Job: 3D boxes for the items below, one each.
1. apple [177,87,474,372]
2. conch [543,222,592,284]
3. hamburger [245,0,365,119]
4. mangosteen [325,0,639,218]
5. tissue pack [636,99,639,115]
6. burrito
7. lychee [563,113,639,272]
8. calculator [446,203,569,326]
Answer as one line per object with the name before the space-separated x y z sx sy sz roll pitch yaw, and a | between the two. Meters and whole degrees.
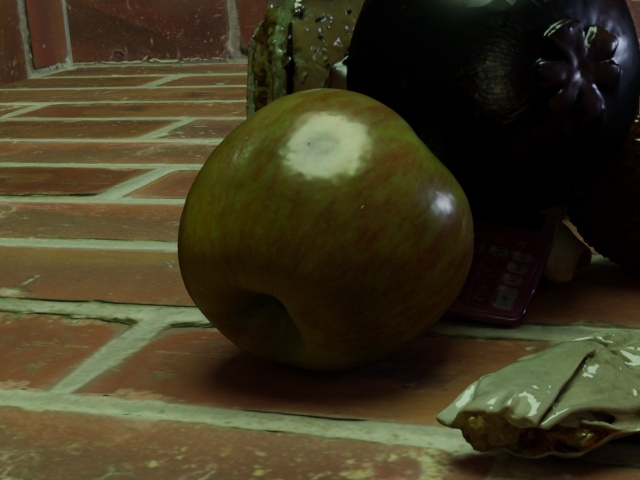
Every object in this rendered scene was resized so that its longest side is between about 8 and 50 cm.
apple | 0.000 0.000 1.065 0.265 0.264 0.264 -3 15 1
conch | 0.192 -0.029 1.342 0.255 0.127 0.158 10 20 40
hamburger | 0.024 -0.235 1.803 0.277 0.317 0.195 -5 5 -29
mangosteen | 0.162 -0.170 1.218 0.307 0.306 0.347 -11 8 -24
tissue pack | 0.237 -0.173 1.593 0.387 0.276 0.267 -12 14 -31
burrito | 0.279 0.104 0.927 0.392 0.076 0.117 -11 18 -28
lychee | 0.364 -0.053 1.282 0.195 0.194 0.194 -3 15 1
calculator | 0.176 0.013 1.231 0.127 0.034 0.190 14 48 19
